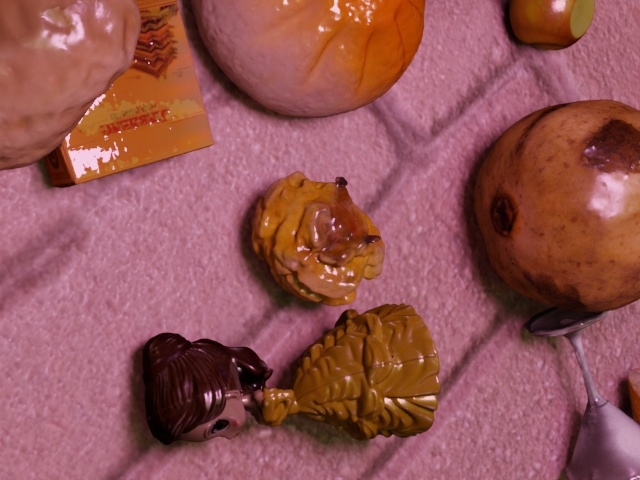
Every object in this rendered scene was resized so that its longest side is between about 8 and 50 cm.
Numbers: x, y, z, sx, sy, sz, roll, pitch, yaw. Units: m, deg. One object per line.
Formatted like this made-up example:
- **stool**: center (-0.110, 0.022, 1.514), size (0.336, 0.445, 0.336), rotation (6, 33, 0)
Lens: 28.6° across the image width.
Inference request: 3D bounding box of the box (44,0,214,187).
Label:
- **box**: center (-0.236, -0.211, 1.349), size (0.174, 0.076, 0.274), rotation (-19, 100, -28)

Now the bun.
- **bun**: center (0.004, -0.293, 1.441), size (0.299, 0.165, 0.299), rotation (0, 89, -32)

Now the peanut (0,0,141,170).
- **peanut**: center (-0.346, -0.137, 1.193), size (0.387, 0.169, 0.192), rotation (-31, 151, -1)

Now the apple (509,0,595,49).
- **apple**: center (0.304, -0.302, 1.661), size (0.114, 0.099, 0.102), rotation (20, 89, -55)

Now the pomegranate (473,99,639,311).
- **pomegranate**: center (0.332, -0.043, 1.579), size (0.281, 0.281, 0.281), rotation (-1, 91, -31)

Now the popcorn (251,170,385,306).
- **popcorn**: center (0.000, 0.000, 1.464), size (0.167, 0.152, 0.148), rotation (30, 48, -27)

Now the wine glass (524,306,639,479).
- **wine glass**: center (0.366, 0.202, 1.682), size (0.156, 0.156, 0.232), rotation (-25, 100, -28)

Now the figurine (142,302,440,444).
- **figurine**: center (-0.045, 0.173, 1.429), size (0.315, 0.187, 0.168), rotation (-8, 99, -22)

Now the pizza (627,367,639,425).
- **pizza**: center (0.560, 0.266, 1.830), size (0.335, 0.086, 0.226), rotation (43, 65, -26)
